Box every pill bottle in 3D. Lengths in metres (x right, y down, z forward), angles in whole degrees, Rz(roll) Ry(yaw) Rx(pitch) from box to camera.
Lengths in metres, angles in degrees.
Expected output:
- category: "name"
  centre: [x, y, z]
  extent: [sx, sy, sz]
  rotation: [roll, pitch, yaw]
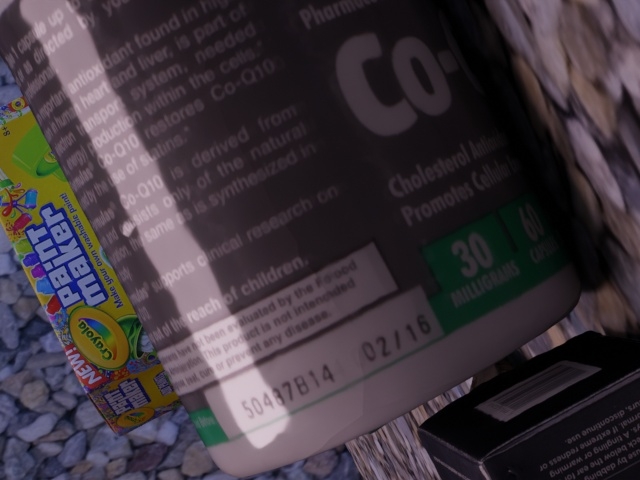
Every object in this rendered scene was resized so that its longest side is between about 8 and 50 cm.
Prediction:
- category: "pill bottle"
  centre: [-0.040, -0.085, 0.865]
  extent: [0.361, 0.204, 0.204]
  rotation: [62, 174, 0]

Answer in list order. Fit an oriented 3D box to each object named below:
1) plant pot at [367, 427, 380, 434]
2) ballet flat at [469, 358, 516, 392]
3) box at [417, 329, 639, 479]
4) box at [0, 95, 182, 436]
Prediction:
- category: "plant pot"
  centre: [0.000, 0.000, 1.161]
  extent: [0.234, 0.166, 0.165]
  rotation: [46, 165, 38]
- category: "ballet flat"
  centre: [0.125, 0.140, 1.207]
  extent: [0.250, 0.058, 0.084]
  rotation: [92, -174, -67]
- category: "box"
  centre: [0.147, 0.157, 0.809]
  extent: [0.207, 0.108, 0.153]
  rotation: [63, 174, -4]
- category: "box"
  centre: [-0.144, -0.018, 1.668]
  extent: [0.290, 0.279, 0.177]
  rotation: [60, 174, 18]
